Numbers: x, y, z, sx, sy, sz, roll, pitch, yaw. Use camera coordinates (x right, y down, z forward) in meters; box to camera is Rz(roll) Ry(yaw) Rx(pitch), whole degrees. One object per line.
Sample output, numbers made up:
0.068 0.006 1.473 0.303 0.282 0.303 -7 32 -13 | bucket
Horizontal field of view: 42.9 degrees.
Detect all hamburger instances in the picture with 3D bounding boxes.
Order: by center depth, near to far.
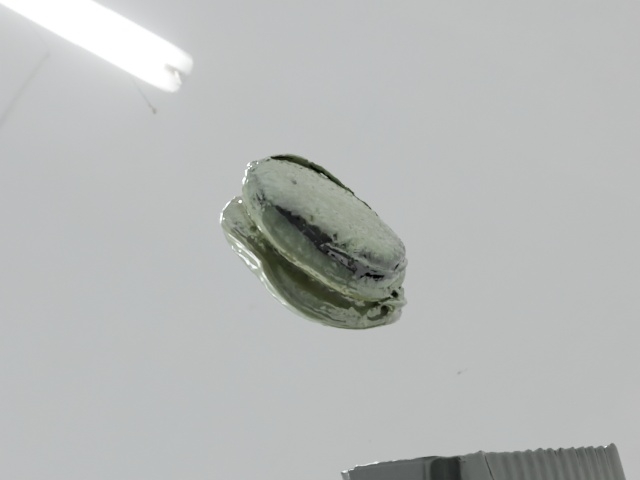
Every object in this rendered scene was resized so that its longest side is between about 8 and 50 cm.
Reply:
0.000 0.000 0.542 0.140 0.133 0.062 42 -68 27 | hamburger

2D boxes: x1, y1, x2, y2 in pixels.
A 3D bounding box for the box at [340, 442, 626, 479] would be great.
0.135 0.233 0.545 0.138 0.274 0.178 -21 -113 41 | box
